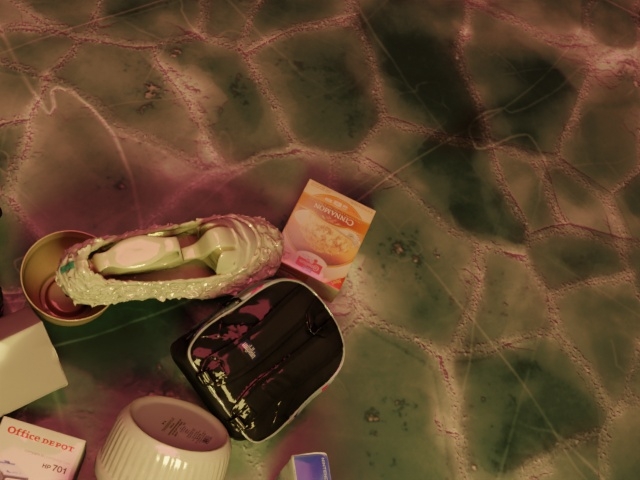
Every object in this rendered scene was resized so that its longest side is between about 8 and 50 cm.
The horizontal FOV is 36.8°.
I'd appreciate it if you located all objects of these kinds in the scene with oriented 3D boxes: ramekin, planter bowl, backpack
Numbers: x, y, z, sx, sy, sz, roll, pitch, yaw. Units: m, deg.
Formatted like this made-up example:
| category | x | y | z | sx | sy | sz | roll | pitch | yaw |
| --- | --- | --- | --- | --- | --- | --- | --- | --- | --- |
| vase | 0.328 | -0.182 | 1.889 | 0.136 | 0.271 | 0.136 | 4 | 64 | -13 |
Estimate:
| category | x | y | z | sx | sy | sz | roll | pitch | yaw |
| --- | --- | --- | --- | --- | --- | --- | --- | --- | --- |
| ramekin | -0.237 | 0.329 | 1.496 | 0.207 | 0.207 | 0.109 | 21 | 103 | -3 |
| planter bowl | -0.427 | 0.077 | 1.635 | 0.162 | 0.109 | 0.162 | 7 | 64 | -16 |
| backpack | -0.096 | 0.188 | 1.604 | 0.253 | 0.191 | 0.225 | -38 | 99 | -19 |

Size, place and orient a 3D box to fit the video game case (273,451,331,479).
| category | x | y | z | sx | sy | sz | roll | pitch | yaw |
| --- | --- | --- | --- | --- | --- | --- | --- | --- | --- |
| video game case | -0.021 | 0.483 | 1.460 | 0.061 | 0.244 | 0.270 | -2 | 65 | -16 |

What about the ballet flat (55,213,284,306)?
| category | x | y | z | sx | sy | sz | roll | pitch | yaw |
| --- | --- | --- | --- | --- | --- | --- | --- | --- | --- |
| ballet flat | -0.227 | 0.029 | 1.593 | 0.408 | 0.147 | 0.147 | -11 | 68 | -27 |

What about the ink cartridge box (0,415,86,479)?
| category | x | y | z | sx | sy | sz | roll | pitch | yaw |
| --- | --- | --- | --- | --- | --- | --- | --- | --- | --- |
| ink cartridge box | -0.461 | 0.388 | 1.494 | 0.139 | 0.082 | 0.191 | 17 | 63 | -5 |

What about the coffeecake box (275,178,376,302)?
| category | x | y | z | sx | sy | sz | roll | pitch | yaw |
| --- | --- | --- | --- | --- | --- | --- | --- | --- | --- |
| coffeecake box | 0.000 | 0.000 | 1.799 | 0.142 | 0.068 | 0.186 | 26 | 62 | -1 |

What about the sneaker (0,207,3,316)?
| category | x | y | z | sx | sy | sz | roll | pitch | yaw |
| --- | --- | --- | --- | --- | --- | --- | --- | --- | --- |
| sneaker | -0.583 | 0.075 | 1.622 | 0.124 | 0.107 | 0.283 | 27 | 64 | -16 |

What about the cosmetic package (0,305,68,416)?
| category | x | y | z | sx | sy | sz | roll | pitch | yaw |
| --- | --- | --- | --- | --- | --- | --- | --- | --- | --- |
| cosmetic package | -0.538 | 0.215 | 1.521 | 0.238 | 0.107 | 0.127 | -25 | 114 | -26 |
